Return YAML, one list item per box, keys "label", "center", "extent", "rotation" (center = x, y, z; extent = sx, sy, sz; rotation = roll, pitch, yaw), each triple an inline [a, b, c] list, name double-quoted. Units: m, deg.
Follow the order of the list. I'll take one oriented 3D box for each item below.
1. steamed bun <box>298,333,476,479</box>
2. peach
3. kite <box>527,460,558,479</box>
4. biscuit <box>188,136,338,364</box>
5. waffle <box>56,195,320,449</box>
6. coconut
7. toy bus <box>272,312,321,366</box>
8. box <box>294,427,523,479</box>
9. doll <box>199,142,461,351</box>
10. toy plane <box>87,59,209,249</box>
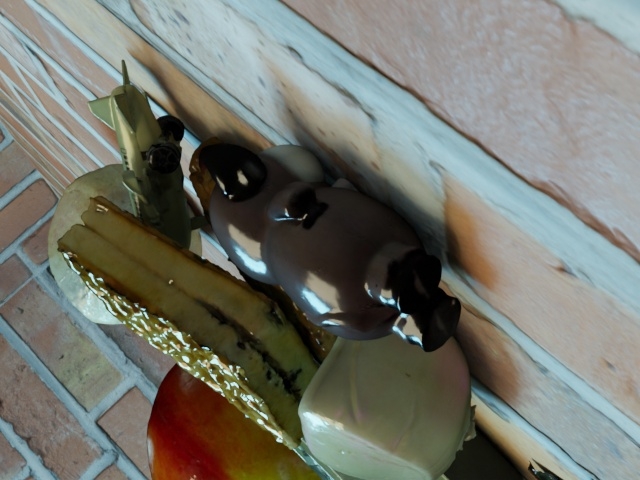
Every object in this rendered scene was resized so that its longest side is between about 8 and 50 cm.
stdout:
- label: "steamed bun"
  center: [0.080, 0.160, 1.023]
  extent: [0.152, 0.170, 0.239]
  rotation: [21, 163, 15]
- label: "peach"
  center: [-0.096, 0.309, 1.593]
  extent: [0.388, 0.388, 0.388]
  rotation: [44, 167, 13]
- label: "kite"
  center: [0.300, 0.296, 1.052]
  extent: [0.232, 0.009, 0.189]
  rotation: [31, 159, 47]
- label: "biscuit"
  center: [-0.058, 0.020, 1.142]
  extent: [0.296, 0.075, 0.296]
  rotation: [53, 174, 8]
- label: "waffle"
  center: [-0.141, 0.085, 1.152]
  extent: [0.308, 0.091, 0.213]
  rotation: [28, 160, 33]
- label: "coconut"
  center: [-0.312, 0.008, 1.653]
  extent: [0.259, 0.259, 0.259]
  rotation: [44, 167, 13]
- label: "toy bus"
  center: [-0.030, 0.127, 1.460]
  extent: [0.172, 0.072, 0.057]
  rotation: [31, 159, 55]
- label: "box"
  center: [0.095, 0.265, 1.263]
  extent: [0.290, 0.166, 0.220]
  rotation: [45, 167, 5]
- label: "doll"
  center: [0.000, 0.002, 0.881]
  extent: [0.257, 0.117, 0.182]
  rotation: [34, 161, 42]
- label: "toy plane"
  center: [-0.194, -0.081, 1.208]
  extent: [0.229, 0.092, 0.244]
  rotation: [-99, -10, -58]
